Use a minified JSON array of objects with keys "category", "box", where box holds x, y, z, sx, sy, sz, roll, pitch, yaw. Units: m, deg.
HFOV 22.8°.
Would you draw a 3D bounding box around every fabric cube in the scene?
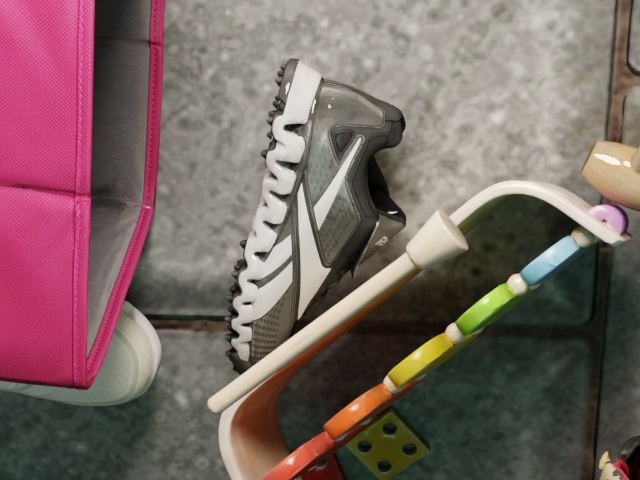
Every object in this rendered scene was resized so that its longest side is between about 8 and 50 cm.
[{"category":"fabric cube","box":[-0.237,-0.089,0.938,0.258,0.254,0.259,6,117,0]}]

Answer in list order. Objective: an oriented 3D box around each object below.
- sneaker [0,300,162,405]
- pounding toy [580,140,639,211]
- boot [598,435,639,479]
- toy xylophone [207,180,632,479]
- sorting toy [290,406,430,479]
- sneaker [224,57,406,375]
[{"category":"sneaker","box":[-0.255,0.061,1.090,0.292,0.118,0.110,18,114,-7]},{"category":"pounding toy","box":[0.293,-0.103,0.952,0.154,0.155,0.269,31,114,-6]},{"category":"boot","box":[0.161,0.277,1.118,0.377,0.138,0.284,12,116,-27]},{"category":"toy xylophone","box":[0.050,0.065,1.017,0.323,0.236,0.081,-41,82,20]},{"category":"sorting toy","box":[0.059,0.258,1.204,0.132,0.046,0.274,-15,114,10]},{"category":"sneaker","box":[0.000,0.000,1.064,0.106,0.078,0.234,14,114,0]}]
